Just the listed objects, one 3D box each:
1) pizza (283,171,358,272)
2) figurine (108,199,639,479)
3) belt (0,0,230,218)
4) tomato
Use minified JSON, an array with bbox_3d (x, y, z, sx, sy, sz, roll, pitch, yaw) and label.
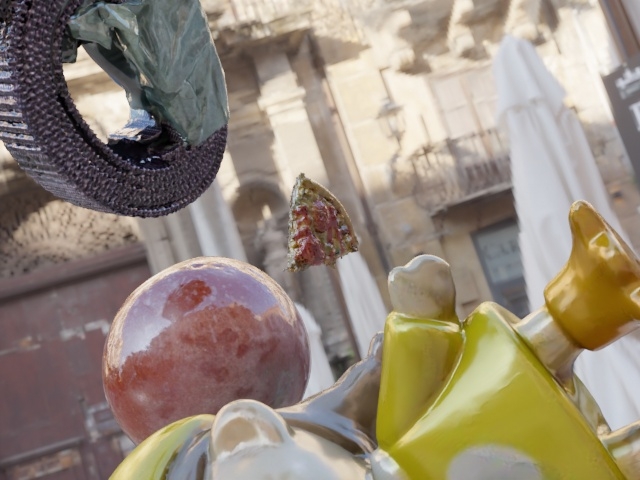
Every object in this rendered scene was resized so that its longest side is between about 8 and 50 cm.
[{"bbox_3d":[0.009,-0.007,0.993,0.029,0.100,0.099,-2,-15,45],"label":"pizza"},{"bbox_3d":[0.035,0.144,0.475,0.344,0.215,0.187,-36,-18,21],"label":"figurine"},{"bbox_3d":[-0.225,-0.172,1.084,0.122,0.324,0.260,8,49,43],"label":"belt"},{"bbox_3d":[-0.132,0.155,1.242,0.227,0.270,0.270,16,13,39],"label":"tomato"}]
